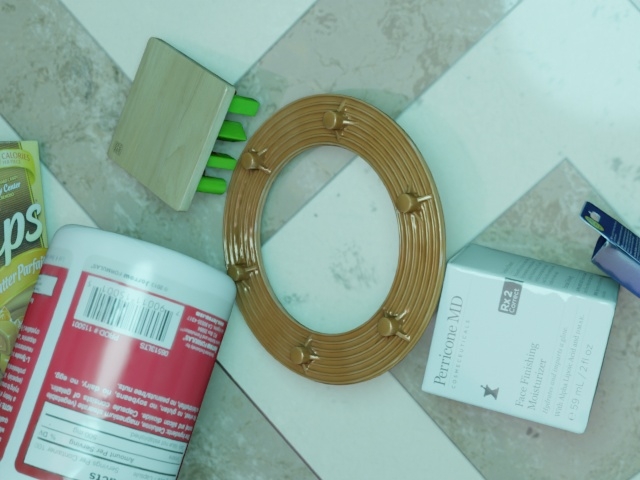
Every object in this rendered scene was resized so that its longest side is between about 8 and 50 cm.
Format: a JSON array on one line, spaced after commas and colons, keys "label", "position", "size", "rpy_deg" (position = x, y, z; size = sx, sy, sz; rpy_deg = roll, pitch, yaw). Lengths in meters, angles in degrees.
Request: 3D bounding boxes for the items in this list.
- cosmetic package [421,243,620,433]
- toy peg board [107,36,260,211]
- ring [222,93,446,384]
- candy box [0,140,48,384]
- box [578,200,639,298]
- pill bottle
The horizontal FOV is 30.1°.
[{"label": "cosmetic package", "position": [0.226, 0.104, 1.329], "size": [0.184, 0.151, 0.151], "rpy_deg": [13, 101, 14]}, {"label": "toy peg board", "position": [-0.160, -0.137, 1.435], "size": [0.161, 0.079, 0.161], "rpy_deg": [36, 109, 39]}, {"label": "ring", "position": [0.000, 0.000, 1.365], "size": [0.337, 0.032, 0.336], "rpy_deg": [3, 94, 42]}, {"label": "candy box", "position": [-0.425, 0.037, 1.468], "size": [0.088, 0.183, 0.316], "rpy_deg": [-2, 95, 31]}, {"label": "box", "position": [0.366, 0.043, 1.287], "size": [0.225, 0.136, 0.036], "rpy_deg": [38, 108, 7]}, {"label": "pill bottle", "position": [-0.262, 0.204, 1.379], "size": [0.229, 0.229, 0.407], "rpy_deg": [16, 81, 13]}]
